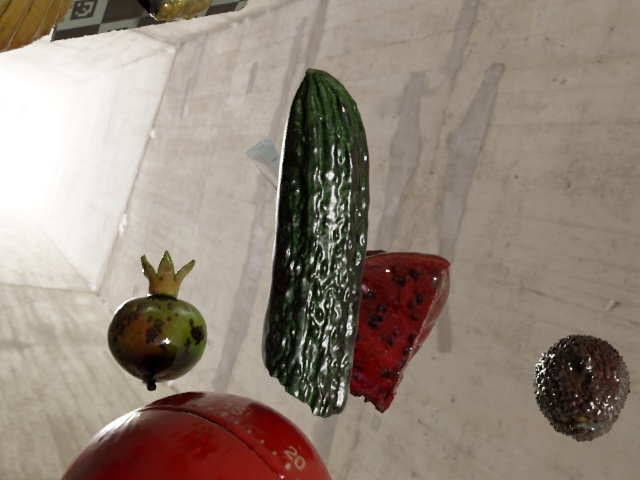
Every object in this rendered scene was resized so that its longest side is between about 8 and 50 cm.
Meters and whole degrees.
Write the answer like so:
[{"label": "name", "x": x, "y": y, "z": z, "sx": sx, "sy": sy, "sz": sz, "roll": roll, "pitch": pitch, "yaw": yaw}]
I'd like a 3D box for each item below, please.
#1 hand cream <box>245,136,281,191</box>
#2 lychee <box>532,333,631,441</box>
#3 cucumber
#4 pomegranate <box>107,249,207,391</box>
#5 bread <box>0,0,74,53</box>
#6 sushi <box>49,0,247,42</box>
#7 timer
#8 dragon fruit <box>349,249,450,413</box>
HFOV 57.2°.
[{"label": "hand cream", "x": -0.038, "y": -0.063, "z": 0.933, "sx": 0.038, "sy": 0.216, "sz": 0.052, "roll": -33, "pitch": -171, "yaw": 17}, {"label": "lychee", "x": 0.187, "y": 0.105, "z": 0.420, "sx": 0.068, "sy": 0.067, "sz": 0.083, "roll": -111, "pitch": -168, "yaw": -47}, {"label": "cucumber", "x": 0.001, "y": 0.000, "z": 0.465, "sx": 0.077, "sy": 0.077, "sz": 0.265, "roll": 14, "pitch": -82, "yaw": 55}, {"label": "pomegranate", "x": -0.258, "y": 0.124, "z": 0.945, "sx": 0.156, "sy": 0.156, "sz": 0.220, "roll": -7, "pitch": -103, "yaw": 54}, {"label": "bread", "x": -0.296, "y": -0.280, "z": 0.491, "sx": 0.139, "sy": 0.240, "sz": 0.239, "roll": -6, "pitch": -105, "yaw": 28}, {"label": "sushi", "x": -0.119, "y": -0.365, "z": 0.704, "sx": 0.064, "sy": 0.343, "sz": 0.359, "roll": 53, "pitch": -43, "yaw": 5}, {"label": "timer", "x": -0.158, "y": 0.385, "z": 0.729, "sx": 0.378, "sy": 0.279, "sz": 0.377, "roll": 3, "pitch": -81, "yaw": 22}, {"label": "dragon fruit", "x": 0.089, "y": 0.166, "z": 0.958, "sx": 0.302, "sy": 0.330, "sz": 0.240, "roll": -7, "pitch": -113, "yaw": 19}]
